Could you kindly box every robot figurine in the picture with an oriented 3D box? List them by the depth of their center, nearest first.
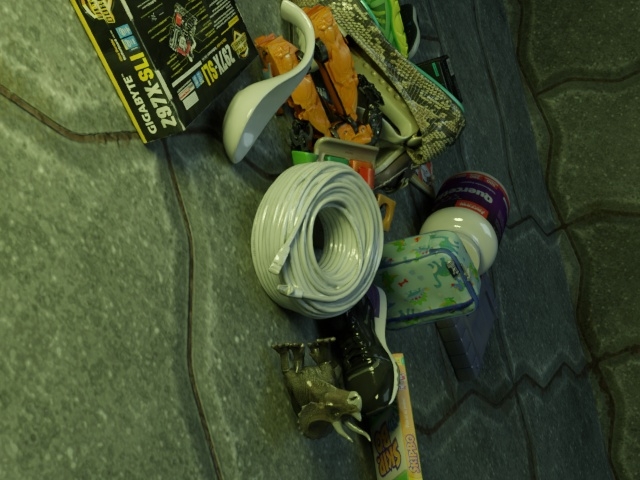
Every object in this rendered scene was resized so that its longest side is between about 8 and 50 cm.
[{"bbox_3d":[0.001,-0.261,1.784,0.211,0.085,0.291,-36,124,-18],"label":"robot figurine"}]

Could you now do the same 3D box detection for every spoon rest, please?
[{"bbox_3d":[-0.078,-0.245,1.573,0.137,0.084,0.276,98,15,-77],"label":"spoon rest"}]

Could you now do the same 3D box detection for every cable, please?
[{"bbox_3d":[0.000,0.000,1.621,0.257,0.089,0.257,36,64,-45],"label":"cable"}]

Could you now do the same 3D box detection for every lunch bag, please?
[{"bbox_3d":[0.189,0.081,1.900,0.176,0.219,0.090,61,29,-30],"label":"lunch bag"}]

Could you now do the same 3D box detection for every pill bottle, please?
[{"bbox_3d":[0.332,-0.027,2.305,0.181,0.182,0.323,66,26,-19],"label":"pill bottle"}]

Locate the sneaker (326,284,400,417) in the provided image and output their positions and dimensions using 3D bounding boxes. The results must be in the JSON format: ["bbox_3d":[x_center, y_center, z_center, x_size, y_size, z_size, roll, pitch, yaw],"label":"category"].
[{"bbox_3d":[0.052,0.172,1.719,0.124,0.107,0.283,39,30,-37],"label":"sneaker"}]

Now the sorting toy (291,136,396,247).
[{"bbox_3d":[0.051,-0.079,1.777,0.348,0.047,0.195,4,95,-53],"label":"sorting toy"}]

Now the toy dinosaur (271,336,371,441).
[{"bbox_3d":[-0.010,0.236,1.554,0.313,0.121,0.160,120,-37,-80],"label":"toy dinosaur"}]

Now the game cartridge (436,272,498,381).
[{"bbox_3d":[0.355,0.152,2.403,0.355,0.068,0.230,-54,129,-59],"label":"game cartridge"}]

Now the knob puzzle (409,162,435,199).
[{"bbox_3d":[0.239,-0.214,2.393,0.213,0.030,0.213,41,41,-50],"label":"knob puzzle"}]

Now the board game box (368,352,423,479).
[{"bbox_3d":[0.127,0.339,1.758,0.039,0.124,0.259,-4,75,-24],"label":"board game box"}]

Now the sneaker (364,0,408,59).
[{"bbox_3d":[0.106,-0.493,2.137,0.109,0.124,0.295,-108,178,-59],"label":"sneaker"}]

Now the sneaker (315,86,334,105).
[{"bbox_3d":[-0.014,-0.271,1.861,0.135,0.058,0.052,36,45,-53],"label":"sneaker"}]

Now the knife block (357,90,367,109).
[{"bbox_3d":[0.094,-0.396,2.119,0.276,0.088,0.242,24,56,-58],"label":"knife block"}]

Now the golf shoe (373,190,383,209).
[{"bbox_3d":[0.039,-0.082,1.881,0.086,0.067,0.186,43,22,29],"label":"golf shoe"}]

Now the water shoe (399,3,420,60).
[{"bbox_3d":[0.225,-0.504,2.473,0.080,0.073,0.203,53,33,-43],"label":"water shoe"}]

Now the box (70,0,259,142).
[{"bbox_3d":[-0.220,-0.323,1.440,0.257,0.079,0.322,67,26,-23],"label":"box"}]

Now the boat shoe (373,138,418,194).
[{"bbox_3d":[0.152,-0.155,2.083,0.096,0.117,0.324,66,20,-12],"label":"boat shoe"}]

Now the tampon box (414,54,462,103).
[{"bbox_3d":[0.226,-0.341,2.277,0.101,0.161,0.120,-43,117,-63],"label":"tampon box"}]

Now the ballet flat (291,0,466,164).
[{"bbox_3d":[0.077,-0.336,1.914,0.483,0.164,0.182,46,68,-10],"label":"ballet flat"}]
